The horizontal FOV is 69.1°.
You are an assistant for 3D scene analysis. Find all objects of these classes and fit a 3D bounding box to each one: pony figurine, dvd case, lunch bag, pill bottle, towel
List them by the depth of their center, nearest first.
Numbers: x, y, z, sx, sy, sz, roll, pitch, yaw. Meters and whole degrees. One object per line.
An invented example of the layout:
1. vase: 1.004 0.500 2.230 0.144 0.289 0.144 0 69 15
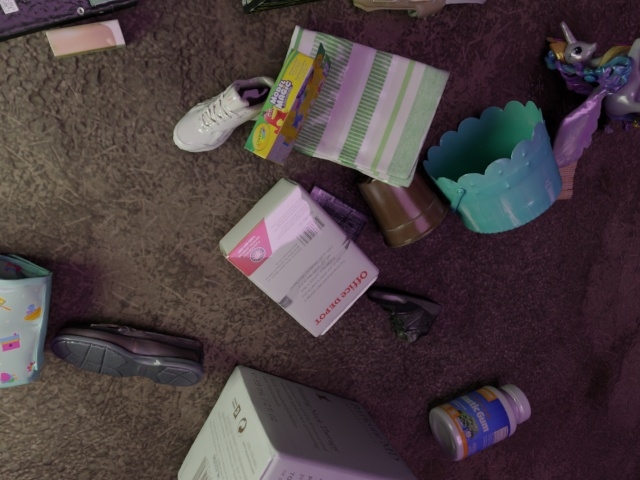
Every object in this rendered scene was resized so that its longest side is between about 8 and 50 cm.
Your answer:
1. lunch bag: -0.612 0.132 0.801 0.262 0.160 0.224 11 101 -19
2. towel: 0.066 -0.270 0.941 0.324 0.038 0.248 19 98 3
3. dvd case: 0.000 0.000 1.085 0.164 0.018 0.221 27 94 -26
4. pony figurine: 0.724 -0.351 1.120 0.302 0.363 0.351 -40 130 -22
5. pill bottle: 0.472 0.520 1.365 0.271 0.152 0.153 -16 112 -17

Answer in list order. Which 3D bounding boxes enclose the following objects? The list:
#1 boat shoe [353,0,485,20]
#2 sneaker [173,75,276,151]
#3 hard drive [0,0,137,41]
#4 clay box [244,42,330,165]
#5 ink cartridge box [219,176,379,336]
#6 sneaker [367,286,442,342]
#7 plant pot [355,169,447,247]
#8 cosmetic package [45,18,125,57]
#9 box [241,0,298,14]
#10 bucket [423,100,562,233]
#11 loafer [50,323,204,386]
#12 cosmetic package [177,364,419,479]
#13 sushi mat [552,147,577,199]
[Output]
1. boat shoe: 0.209 -0.520 0.965 0.301 0.113 0.103 3 129 -12
2. sneaker: -0.177 -0.249 0.869 0.232 0.115 0.090 -32 92 -6
3. hard drive: -0.494 -0.448 0.719 0.338 0.064 0.237 -24 114 -13
4. clay box: -0.056 -0.255 0.869 0.053 0.127 0.222 27 97 7
5. ink cartridge box: -0.043 0.039 1.004 0.207 0.117 0.283 -45 115 -3
6. sneaker: 0.205 0.194 1.191 0.227 0.087 0.131 20 91 -31
7. plant pot: 0.174 -0.099 1.053 0.167 0.167 0.165 -39 109 -7
8. cosmetic package: -0.397 -0.344 0.794 0.115 0.060 0.041 -18 112 -15
9. box: -0.033 -0.457 0.838 0.190 0.184 0.045 -19 115 -15
10. bucket: 0.395 -0.162 1.060 0.281 0.281 0.183 -40 115 -6
11. loafer: -0.390 0.227 0.972 0.302 0.095 0.109 21 128 -22
12. cosmetic package: -0.063 0.548 1.057 0.393 0.329 0.328 27 94 -28
13. sushi mat: 0.580 -0.175 1.268 0.316 0.019 0.152 -7 108 -20
